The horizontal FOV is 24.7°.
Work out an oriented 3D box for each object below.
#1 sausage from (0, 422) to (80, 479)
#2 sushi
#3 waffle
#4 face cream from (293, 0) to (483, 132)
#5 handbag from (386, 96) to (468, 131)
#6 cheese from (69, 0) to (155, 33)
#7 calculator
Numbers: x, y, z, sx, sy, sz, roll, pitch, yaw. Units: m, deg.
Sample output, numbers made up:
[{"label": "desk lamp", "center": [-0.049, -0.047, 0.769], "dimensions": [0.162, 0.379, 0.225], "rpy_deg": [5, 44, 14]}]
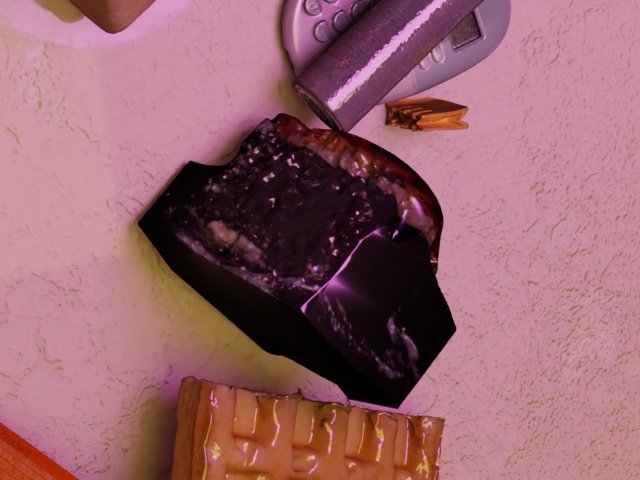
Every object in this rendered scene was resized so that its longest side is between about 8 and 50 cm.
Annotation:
[{"label": "sausage", "center": [-0.249, 0.245, 1.347], "dimensions": [0.234, 0.071, 0.071], "rpy_deg": [35, 84, 6]}, {"label": "sushi", "center": [0.000, 0.000, 1.394], "dimensions": [0.215, 0.227, 0.212], "rpy_deg": [46, 73, -32]}, {"label": "waffle", "center": [-0.016, 0.299, 1.445], "dimensions": [0.348, 0.077, 0.304], "rpy_deg": [18, 73, -41]}, {"label": "face cream", "center": [0.096, -0.222, 1.427], "dimensions": [0.283, 0.073, 0.073], "rpy_deg": [-45, 117, -7]}, {"label": "handbag", "center": [0.109, -0.128, 1.496], "dimensions": [0.061, 0.083, 0.027], "rpy_deg": [-7, 104, -22]}, {"label": "cheese", "center": [-0.216, -0.314, 1.202], "dimensions": [0.104, 0.384, 0.384], "rpy_deg": [-43, 116, -13]}, {"label": "calculator", "center": [0.096, -0.246, 1.487], "dimensions": [0.299, 0.041, 0.185], "rpy_deg": [-29, 113, -15]}]
